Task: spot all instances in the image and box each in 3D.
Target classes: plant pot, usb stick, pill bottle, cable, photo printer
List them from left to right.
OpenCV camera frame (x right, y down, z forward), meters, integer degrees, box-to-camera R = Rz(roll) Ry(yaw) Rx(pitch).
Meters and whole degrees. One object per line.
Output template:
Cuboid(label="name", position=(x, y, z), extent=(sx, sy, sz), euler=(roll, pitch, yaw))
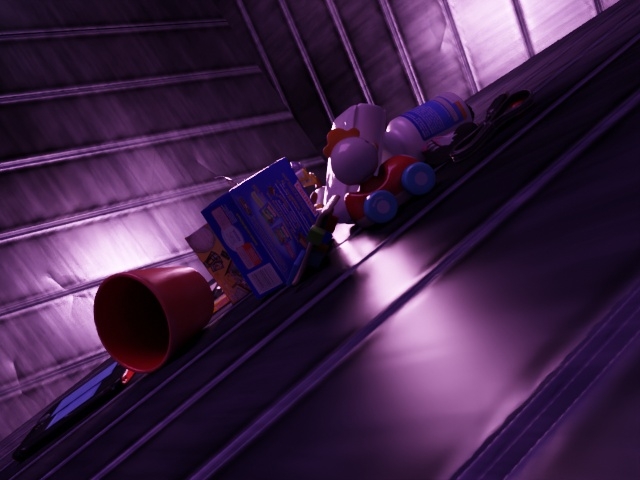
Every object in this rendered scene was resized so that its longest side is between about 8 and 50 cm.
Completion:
Cuboid(label="plant pot", position=(-0.440, 0.193, 1.768), extent=(0.274, 0.275, 0.243), euler=(-33, -3, 28))
Cuboid(label="usb stick", position=(-0.455, 0.251, 2.362), extent=(0.278, 0.045, 0.077), euler=(-32, 16, 31))
Cuboid(label="photo printer", position=(0.089, -0.197, 1.761), extent=(0.107, 0.308, 0.256), euler=(7, -3, -13))
Cuboid(label="pill bottle", position=(0.286, -0.302, 1.835), extent=(0.271, 0.152, 0.152), euler=(-29, 3, -17))
Cuboid(label="cable", position=(0.431, -0.278, 1.567), extent=(0.139, 0.072, 0.287), euler=(-1, 44, 50))

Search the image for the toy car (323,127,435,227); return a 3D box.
Cuboid(label="toy car", position=(0.114, -0.173, 1.494), extent=(0.210, 0.238, 0.219), euler=(-36, 6, -6))

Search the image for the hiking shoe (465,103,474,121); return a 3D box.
Cuboid(label="hiking shoe", position=(0.359, -0.342, 2.070), extent=(0.304, 0.113, 0.132), euler=(-37, 7, -13))

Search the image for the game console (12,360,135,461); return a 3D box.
Cuboid(label="game console", position=(-0.718, 0.481, 1.947), extent=(0.386, 0.060, 0.342), euler=(-36, 5, -1))

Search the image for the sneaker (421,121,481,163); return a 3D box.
Cuboid(label="sneaker", position=(0.358, -0.259, 1.718), extent=(0.178, 0.072, 0.077), euler=(-22, 0, 37))

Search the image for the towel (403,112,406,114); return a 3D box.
Cuboid(label="towel", position=(0.212, -0.259, 2.036), extent=(0.282, 0.049, 0.187), euler=(-63, -5, 34))

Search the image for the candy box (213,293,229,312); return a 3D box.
Cuboid(label="candy box", position=(-0.297, 0.178, 2.107), extent=(0.205, 0.027, 0.105), euler=(-37, 9, -10))

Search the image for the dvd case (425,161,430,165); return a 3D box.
Cuboid(label="dvd case", position=(0.237, -0.168, 1.840), extent=(0.164, 0.018, 0.221), euler=(-32, 7, 25))

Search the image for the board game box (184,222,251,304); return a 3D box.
Cuboid(label="board game box", position=(-0.267, 0.046, 1.918), extent=(0.165, 0.243, 0.042), euler=(-36, 5, -10))

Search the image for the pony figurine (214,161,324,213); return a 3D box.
Cuboid(label="pony figurine", position=(-0.169, -0.106, 2.184), extent=(0.363, 0.351, 0.303), euler=(-33, 28, 10))

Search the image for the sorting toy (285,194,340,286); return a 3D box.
Cuboid(label="sorting toy", position=(0.000, 0.000, 1.489), extent=(0.348, 0.047, 0.196), euler=(-59, -7, -71))

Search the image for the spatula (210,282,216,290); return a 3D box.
Cuboid(label="spatula", position=(-0.457, 0.253, 2.258), extent=(0.168, 0.019, 0.242), euler=(-28, 23, 28))

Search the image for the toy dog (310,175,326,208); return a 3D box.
Cuboid(label="toy dog", position=(-0.029, -0.139, 2.456), extent=(0.220, 0.161, 0.334), euler=(-33, 6, 24))

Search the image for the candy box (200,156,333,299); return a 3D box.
Cuboid(label="candy box", position=(-0.127, -0.041, 1.682), extent=(0.122, 0.268, 0.317), euler=(-28, 8, 32))
